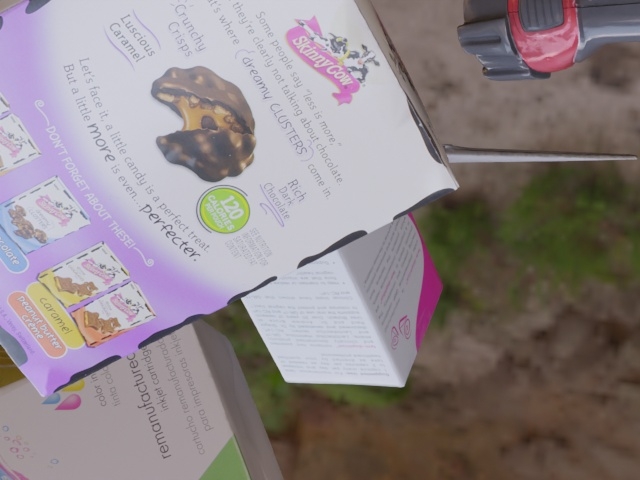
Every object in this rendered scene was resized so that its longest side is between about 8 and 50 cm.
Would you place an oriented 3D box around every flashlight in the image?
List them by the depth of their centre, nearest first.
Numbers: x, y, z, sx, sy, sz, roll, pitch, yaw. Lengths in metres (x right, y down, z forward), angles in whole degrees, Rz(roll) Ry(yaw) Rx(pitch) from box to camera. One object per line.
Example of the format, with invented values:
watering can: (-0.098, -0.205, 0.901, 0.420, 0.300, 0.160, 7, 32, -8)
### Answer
flashlight: (0.244, -0.166, 1.355, 0.304, 0.103, 0.103, 0, 146, 36)

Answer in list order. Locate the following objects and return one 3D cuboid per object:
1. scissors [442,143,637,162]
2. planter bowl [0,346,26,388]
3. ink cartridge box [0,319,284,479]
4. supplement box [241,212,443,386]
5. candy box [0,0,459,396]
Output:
scissors: (0.044, -0.049, 1.101, 0.297, 0.021, 0.109, -2, 166, -5)
planter bowl: (-0.263, 0.069, 1.489, 0.217, 0.217, 0.090, 20, 135, -19)
ink cartridge box: (-0.200, 0.213, 1.319, 0.353, 0.207, 0.119, -24, 164, 7)
supplement box: (0.000, 0.000, 1.496, 0.114, 0.111, 0.220, -1, 134, 29)
candy box: (-0.069, -0.052, 0.774, 0.196, 0.070, 0.165, -26, 125, 7)
